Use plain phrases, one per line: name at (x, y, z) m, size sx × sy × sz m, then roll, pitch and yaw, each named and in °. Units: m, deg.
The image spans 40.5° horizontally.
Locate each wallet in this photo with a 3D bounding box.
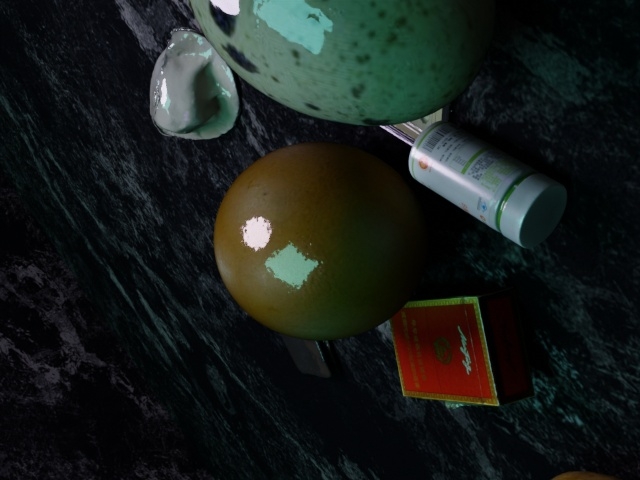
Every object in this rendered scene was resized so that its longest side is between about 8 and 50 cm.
wallet at (-0.066, 0.135, 1.744) m, size 0.165 × 0.042 × 0.310 m, roll -1°, pitch 115°, yaw 62°

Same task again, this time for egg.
egg at (0.000, 0.000, 1.231) m, size 0.351 × 0.282 × 0.283 m, roll -3°, pitch 114°, yaw 58°
egg at (0.016, -0.274, 0.929) m, size 0.379 × 0.287 × 0.288 m, roll 50°, pitch 151°, yaw 23°

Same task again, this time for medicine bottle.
medicine bottle at (0.196, -0.071, 1.042) m, size 0.183 × 0.086 × 0.086 m, roll 38°, pitch 146°, yaw 38°

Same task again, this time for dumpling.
dumpling at (-0.223, -0.261, 1.558) m, size 0.172 × 0.142 × 0.247 m, roll 20°, pitch 139°, yaw 0°

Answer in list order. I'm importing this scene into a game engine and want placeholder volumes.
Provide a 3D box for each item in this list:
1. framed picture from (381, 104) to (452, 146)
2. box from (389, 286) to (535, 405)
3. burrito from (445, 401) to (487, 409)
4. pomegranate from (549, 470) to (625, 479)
framed picture at (0.103, -0.218, 1.140) m, size 0.199 × 0.010 × 0.195 m, roll 39°, pitch 146°, yaw 35°
box at (0.193, 0.151, 1.246) m, size 0.240 × 0.074 × 0.153 m, roll -13°, pitch 84°, yaw 63°
burrito at (0.241, 0.225, 1.295) m, size 0.042 × 0.051 × 0.171 m, roll 46°, pitch 153°, yaw -12°
pomegranate at (0.356, 0.422, 1.102) m, size 0.260 × 0.260 × 0.260 m, roll 41°, pitch 147°, yaw 33°
